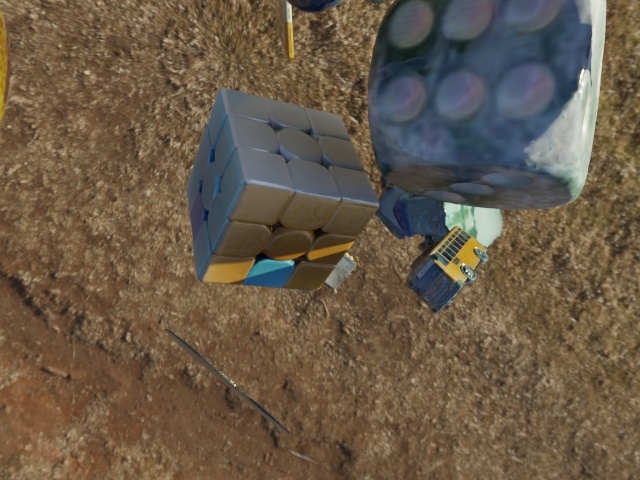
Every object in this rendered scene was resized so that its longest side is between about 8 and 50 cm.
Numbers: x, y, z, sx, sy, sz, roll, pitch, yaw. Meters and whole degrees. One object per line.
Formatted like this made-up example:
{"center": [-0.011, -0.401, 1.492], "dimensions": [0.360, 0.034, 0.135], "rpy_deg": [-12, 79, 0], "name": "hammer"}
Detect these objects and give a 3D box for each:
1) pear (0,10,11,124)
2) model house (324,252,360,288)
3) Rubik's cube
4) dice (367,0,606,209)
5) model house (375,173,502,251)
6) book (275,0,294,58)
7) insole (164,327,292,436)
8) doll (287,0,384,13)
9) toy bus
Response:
{"center": [-0.432, -0.174, 0.462], "dimensions": [0.284, 0.283, 0.283], "rpy_deg": [-3, 110, -9], "name": "pear"}
{"center": [0.000, 0.000, 1.616], "dimensions": [0.271, 0.206, 0.178], "rpy_deg": [36, 108, -11], "name": "model house"}
{"center": [-0.098, -0.095, 1.053], "dimensions": [0.291, 0.290, 0.291], "rpy_deg": [6, 137, -30], "name": "Rubik's cube"}
{"center": [0.289, -0.245, 0.859], "dimensions": [0.328, 0.348, 0.330], "rpy_deg": [7, 83, 30], "name": "dice"}
{"center": [0.276, -0.090, 1.366], "dimensions": [0.295, 0.329, 0.251], "rpy_deg": [-35, 120, -39], "name": "model house"}
{"center": [-0.092, -0.609, 1.169], "dimensions": [0.020, 0.208, 0.295], "rpy_deg": [-7, 133, -7], "name": "book"}
{"center": [-0.104, 0.161, 0.562], "dimensions": [0.188, 0.064, 0.004], "rpy_deg": [41, 67, -2], "name": "insole"}
{"center": [0.043, -0.428, 0.709], "dimensions": [0.154, 0.258, 0.228], "rpy_deg": [19, 69, -46], "name": "doll"}
{"center": [0.241, 0.049, 0.952], "dimensions": [0.103, 0.182, 0.091], "rpy_deg": [42, 128, 11], "name": "toy bus"}
